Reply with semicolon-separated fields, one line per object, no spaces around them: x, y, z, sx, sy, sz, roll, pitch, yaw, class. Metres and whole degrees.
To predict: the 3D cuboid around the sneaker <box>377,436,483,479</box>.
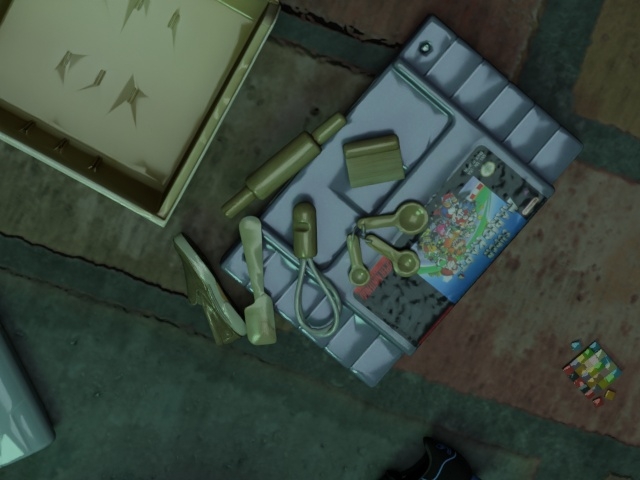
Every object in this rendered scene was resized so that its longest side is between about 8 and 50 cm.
0.075;0.322;1.680;0.090;0.081;0.232;45;90;-8;sneaker

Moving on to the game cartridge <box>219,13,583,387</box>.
0.090;-0.037;1.610;0.230;0.068;0.355;39;98;-6;game cartridge

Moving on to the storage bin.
-0.211;-0.198;1.527;0.262;0.123;0.260;28;100;-8;storage bin

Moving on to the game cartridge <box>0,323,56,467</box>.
-0.467;0.194;1.639;0.297;0.062;0.198;-24;106;3;game cartridge

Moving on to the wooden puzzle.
0.308;0.148;1.684;0.049;0.006;0.083;-41;101;6;wooden puzzle

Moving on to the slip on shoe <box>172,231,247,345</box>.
-0.128;0.054;1.625;0.041;0.051;0.135;-32;110;2;slip on shoe

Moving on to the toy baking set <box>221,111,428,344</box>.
-0.003;-0.006;1.569;0.256;0.030;0.196;-35;101;5;toy baking set
